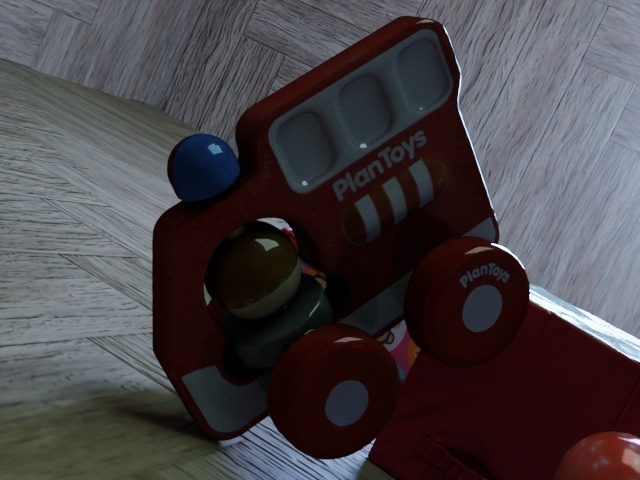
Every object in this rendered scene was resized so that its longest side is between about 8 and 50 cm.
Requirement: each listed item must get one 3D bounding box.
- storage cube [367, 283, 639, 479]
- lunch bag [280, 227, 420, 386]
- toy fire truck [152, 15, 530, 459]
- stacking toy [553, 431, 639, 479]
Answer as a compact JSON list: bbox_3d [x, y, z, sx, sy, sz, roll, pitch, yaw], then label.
[{"bbox_3d":[0.194,0.155,0.910,0.184,0.193,0.215,31,8,33],"label":"storage cube"},{"bbox_3d":[0.068,0.090,1.281,0.293,0.120,0.258,24,3,-26],"label":"lunch bag"},{"bbox_3d":[0.000,0.000,0.780,0.169,0.302,0.254,32,-30,58],"label":"toy fire truck"},{"bbox_3d":[0.317,0.239,0.777,0.330,0.141,0.141,32,5,-18],"label":"stacking toy"}]
